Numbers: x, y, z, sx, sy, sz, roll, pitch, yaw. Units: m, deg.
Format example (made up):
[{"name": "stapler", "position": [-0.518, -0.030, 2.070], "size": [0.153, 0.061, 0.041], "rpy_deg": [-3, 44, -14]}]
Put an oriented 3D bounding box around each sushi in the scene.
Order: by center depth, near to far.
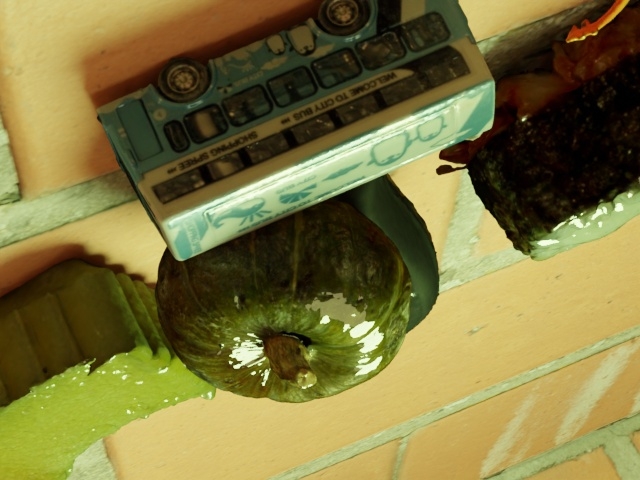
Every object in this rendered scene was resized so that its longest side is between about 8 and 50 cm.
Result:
[{"name": "sushi", "position": [0.282, -0.107, 1.508], "size": [0.343, 0.182, 0.196], "rpy_deg": [-26, 162, 0]}]

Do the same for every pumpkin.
[{"name": "pumpkin", "position": [-0.025, 0.062, 1.344], "size": [0.219, 0.162, 0.219], "rpy_deg": [-3, 142, -3]}]

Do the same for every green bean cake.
[{"name": "green bean cake", "position": [-0.243, 0.130, 1.511], "size": [0.236, 0.124, 0.233], "rpy_deg": [-31, 156, 9]}]

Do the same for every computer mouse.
[{"name": "computer mouse", "position": [-0.001, -0.004, 1.490], "size": [0.183, 0.116, 0.323], "rpy_deg": [-20, 145, 13]}]

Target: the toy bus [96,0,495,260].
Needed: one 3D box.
[{"name": "toy bus", "position": [-0.016, -0.101, 1.257], "size": [0.297, 0.131, 0.106], "rpy_deg": [-24, 158, -6]}]

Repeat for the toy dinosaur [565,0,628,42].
[{"name": "toy dinosaur", "position": [0.328, -0.265, 1.360], "size": [0.288, 0.070, 0.117], "rpy_deg": [-26, 146, -11]}]
